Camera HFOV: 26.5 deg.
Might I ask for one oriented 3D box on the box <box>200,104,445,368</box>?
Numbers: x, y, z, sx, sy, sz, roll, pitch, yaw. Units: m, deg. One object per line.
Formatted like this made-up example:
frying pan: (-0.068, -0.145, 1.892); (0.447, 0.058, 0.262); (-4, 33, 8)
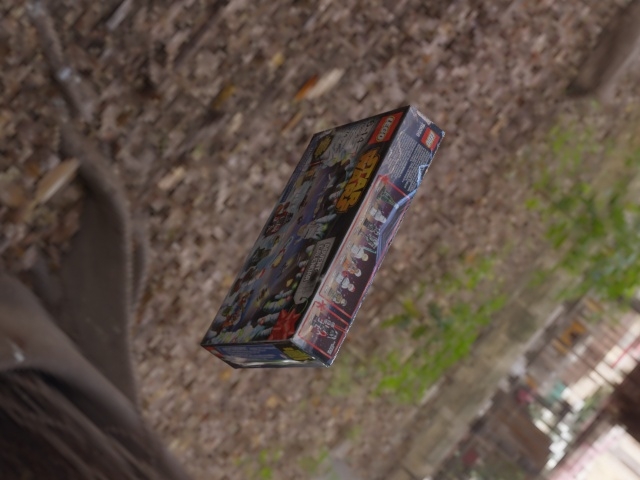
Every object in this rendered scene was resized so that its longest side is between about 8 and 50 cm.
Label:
box: (0.000, 0.000, 0.681); (0.094, 0.027, 0.137); (-10, -132, 57)
